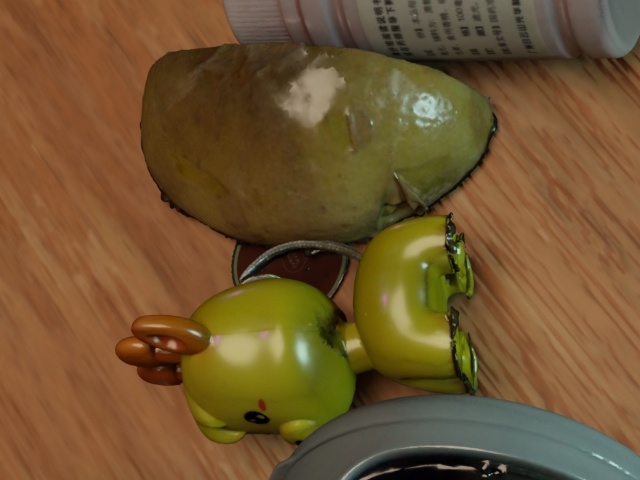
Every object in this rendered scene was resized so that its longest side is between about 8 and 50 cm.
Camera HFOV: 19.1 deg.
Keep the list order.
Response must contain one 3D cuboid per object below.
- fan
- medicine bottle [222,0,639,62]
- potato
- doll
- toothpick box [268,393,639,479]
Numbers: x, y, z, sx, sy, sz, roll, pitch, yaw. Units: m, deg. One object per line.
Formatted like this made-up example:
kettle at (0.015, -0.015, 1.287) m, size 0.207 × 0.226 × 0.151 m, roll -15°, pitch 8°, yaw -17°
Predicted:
fan at (0.000, 0.000, 1.243) m, size 0.133 × 0.005 × 0.085 m, roll -33°, pitch 63°, yaw 11°
medicine bottle at (0.073, -0.177, 1.200) m, size 0.250 × 0.133 × 0.133 m, roll 1°, pitch 73°, yaw 25°
potato at (-0.031, -0.063, 1.219) m, size 0.261 × 0.100 × 0.120 m, roll 5°, pitch 70°, yaw 24°
doll at (-0.015, 0.058, 1.162) m, size 0.221 × 0.143 × 0.135 m, roll -10°, pitch 71°, yaw 12°
toothpick box at (0.053, 0.286, 0.941) m, size 0.263 × 0.263 × 0.354 m, roll -3°, pitch 45°, yaw 22°
